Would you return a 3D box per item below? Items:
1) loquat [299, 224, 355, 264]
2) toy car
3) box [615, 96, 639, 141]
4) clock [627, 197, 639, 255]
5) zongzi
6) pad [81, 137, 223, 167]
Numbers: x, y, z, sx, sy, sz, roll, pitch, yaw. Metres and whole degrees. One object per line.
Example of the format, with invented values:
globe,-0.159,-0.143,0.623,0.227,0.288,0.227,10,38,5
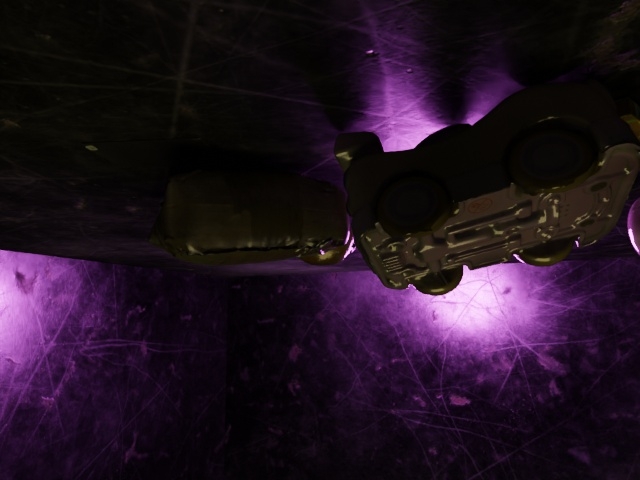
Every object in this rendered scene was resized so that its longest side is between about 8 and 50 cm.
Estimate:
loquat,0.000,0.000,1.166,0.196,0.151,0.152,7,171,2
toy car,0.211,-0.080,0.598,0.337,0.226,0.242,-20,147,14
box,0.372,-0.150,0.636,0.122,0.030,0.193,7,167,-37
clock,0.719,-0.040,0.665,0.369,0.250,0.377,-7,162,44
zongzi,-0.157,-0.031,0.873,0.357,0.173,0.393,0,172,-28
pad,-0.270,-0.142,0.700,0.194,0.004,0.116,-2,171,3
